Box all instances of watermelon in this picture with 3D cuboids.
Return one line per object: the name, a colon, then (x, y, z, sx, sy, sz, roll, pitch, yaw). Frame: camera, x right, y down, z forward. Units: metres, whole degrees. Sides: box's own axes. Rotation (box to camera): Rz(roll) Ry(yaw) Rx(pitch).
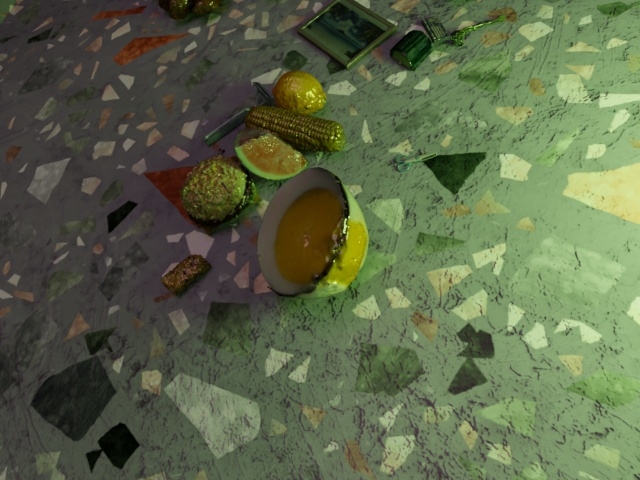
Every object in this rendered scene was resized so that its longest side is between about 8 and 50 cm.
watermelon: (-0.166, -0.267, 1.539, 0.128, 0.231, 0.146, -54, 32, 9)

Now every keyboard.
keyboard: (0.377, -0.692, 1.641, 0.055, 0.014, 0.176, -13, 44, 7)

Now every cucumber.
cucumber: (0.290, -0.627, 1.632, 0.116, 0.062, 0.115, 37, 75, 29)

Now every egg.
egg: (0.000, 0.000, 1.299, 0.337, 0.201, 0.337, -17, 62, 35)

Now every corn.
corn: (-0.088, -0.347, 1.565, 0.363, 0.120, 0.120, 18, 69, 27)

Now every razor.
razor: (-0.285, -0.420, 1.717, 0.278, 0.056, 0.111, -40, 59, 3)

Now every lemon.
lemon: (-0.067, -0.473, 1.616, 0.187, 0.142, 0.142, 17, 68, 13)

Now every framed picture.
framed picture: (0.088, -0.753, 1.787, 0.232, 0.024, 0.315, -40, 57, -5)

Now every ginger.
ginger: (-0.524, -1.044, 2.082, 0.357, 0.152, 0.274, 4, 83, 21)

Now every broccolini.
broccolini: (0.498, -0.686, 1.609, 0.194, 0.054, 0.052, -28, 39, -1)

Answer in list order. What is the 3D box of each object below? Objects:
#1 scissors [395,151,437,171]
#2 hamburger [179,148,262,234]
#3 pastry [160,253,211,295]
scissors: (0.276, -0.235, 1.448, 0.119, 0.014, 0.058, -14, 60, 14)
hamburger: (-0.319, -0.163, 1.529, 0.243, 0.139, 0.262, -34, 58, -2)
pastry: (-0.393, 0.095, 1.461, 0.080, 0.056, 0.140, 41, 78, 20)
